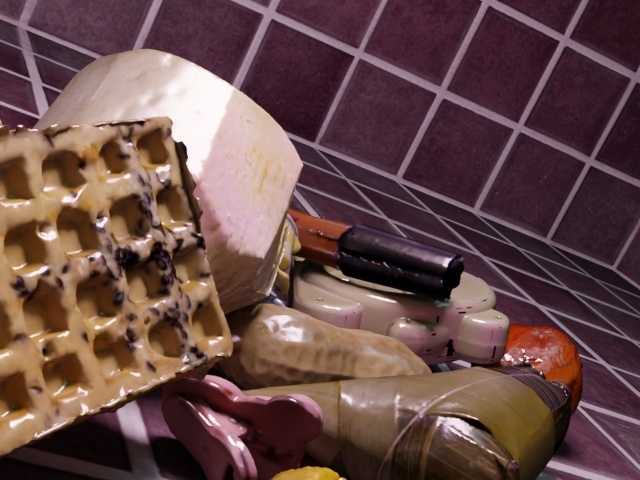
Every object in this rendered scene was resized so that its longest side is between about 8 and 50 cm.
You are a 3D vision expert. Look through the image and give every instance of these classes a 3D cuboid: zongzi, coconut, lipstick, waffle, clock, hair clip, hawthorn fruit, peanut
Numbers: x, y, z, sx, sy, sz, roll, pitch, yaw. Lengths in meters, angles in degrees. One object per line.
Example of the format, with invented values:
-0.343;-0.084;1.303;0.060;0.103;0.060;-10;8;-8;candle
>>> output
0.105;0.189;1.217;0.317;0.154;0.289;26;23;21;zongzi
-0.187;-0.052;1.233;0.352;0.352;0.352;25;13;-6;coconut
0.000;0.000;1.504;0.418;0.077;0.077;16;7;27;lipstick
-0.239;0.037;0.877;0.114;0.261;0.376;-18;-2;34;waffle
0.104;0.099;1.558;0.309;0.114;0.284;7;13;-4;clock
-0.081;0.181;1.045;0.102;0.123;0.138;-17;45;-42;hair clip
0.302;0.211;1.582;0.173;0.173;0.179;25;36;-7;hawthorn fruit
0.000;0.152;1.295;0.298;0.120;0.136;20;-10;-21;peanut

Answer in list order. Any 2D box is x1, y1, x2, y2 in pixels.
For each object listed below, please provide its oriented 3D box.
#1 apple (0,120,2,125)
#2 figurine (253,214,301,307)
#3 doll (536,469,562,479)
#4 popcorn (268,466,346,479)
-0.549;-0.171;1.225;0.309;0.252;0.314;13;11;20;apple
-0.095;0.040;1.421;0.208;0.184;0.128;40;-9;47;figurine
0.374;0.352;1.231;0.237;0.111;0.252;5;26;-32;doll
-0.018;0.246;0.825;0.152;0.167;0.148;51;-13;10;popcorn
